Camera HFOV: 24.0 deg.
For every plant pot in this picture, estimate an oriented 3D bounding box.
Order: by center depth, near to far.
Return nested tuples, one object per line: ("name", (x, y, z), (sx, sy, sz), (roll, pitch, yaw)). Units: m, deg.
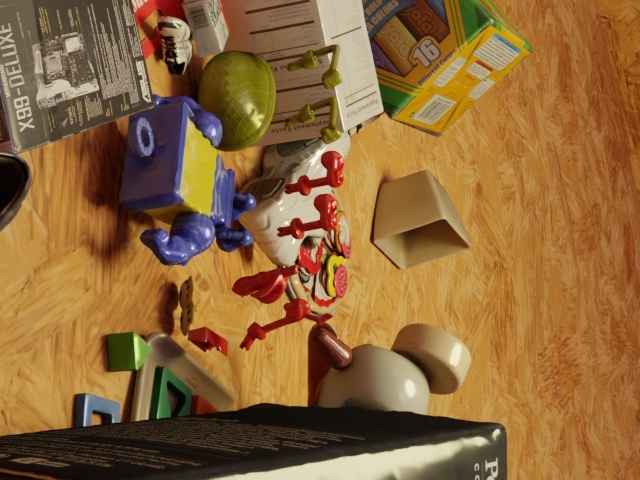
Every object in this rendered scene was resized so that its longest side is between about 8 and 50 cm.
("plant pot", (0.138, -0.035, 2.125), (0.109, 0.109, 0.096), (42, 35, -55))

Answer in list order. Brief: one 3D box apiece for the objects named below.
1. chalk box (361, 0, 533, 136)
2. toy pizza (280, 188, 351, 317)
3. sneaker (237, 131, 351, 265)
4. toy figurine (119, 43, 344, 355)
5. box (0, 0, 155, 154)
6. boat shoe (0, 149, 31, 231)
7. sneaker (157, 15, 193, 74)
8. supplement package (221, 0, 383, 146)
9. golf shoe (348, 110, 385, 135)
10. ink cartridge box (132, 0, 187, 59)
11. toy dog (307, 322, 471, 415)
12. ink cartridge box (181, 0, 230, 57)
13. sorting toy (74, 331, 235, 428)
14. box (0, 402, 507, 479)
("chalk box", (0.102, -0.306, 1.947), (0.289, 0.179, 0.180), (54, 17, 19))
("toy pizza", (0.000, 0.000, 1.896), (0.201, 0.032, 0.201), (25, 62, -61))
("sneaker", (-0.025, -0.051, 1.797), (0.232, 0.090, 0.115), (-51, 129, -45))
("toy figurine", (-0.109, -0.091, 1.517), (0.217, 0.191, 0.362), (39, 49, -50))
("box", (-0.264, -0.239, 1.333), (0.242, 0.076, 0.307), (-34, 115, -62))
("boat shoe", (-0.302, -0.022, 1.123), (0.103, 0.092, 0.285), (53, 17, 1))
("sneaker", (-0.154, -0.206, 1.599), (0.083, 0.032, 0.037), (65, 34, -63))
("supplement package", (-0.031, -0.246, 1.766), (0.139, 0.134, 0.244), (-33, 114, -63))
("golf shoe", (0.049, -0.184, 2.022), (0.186, 0.067, 0.086), (-2, 112, -65))
("ink cartridge box", (-0.186, -0.302, 1.547), (0.181, 0.056, 0.224), (-56, 133, -53))
("toy dog", (-0.001, 0.171, 1.582), (0.161, 0.334, 0.220), (41, 38, -14))
("ink cartridge box", (-0.123, -0.251, 1.661), (0.115, 0.029, 0.063), (-81, 155, -64))
("sorting toy", (-0.135, 0.215, 1.540), (0.347, 0.047, 0.196), (50, 41, -51))
("box", (-0.095, 0.383, 1.148), (0.472, 0.297, 0.480), (1, 88, -54))
